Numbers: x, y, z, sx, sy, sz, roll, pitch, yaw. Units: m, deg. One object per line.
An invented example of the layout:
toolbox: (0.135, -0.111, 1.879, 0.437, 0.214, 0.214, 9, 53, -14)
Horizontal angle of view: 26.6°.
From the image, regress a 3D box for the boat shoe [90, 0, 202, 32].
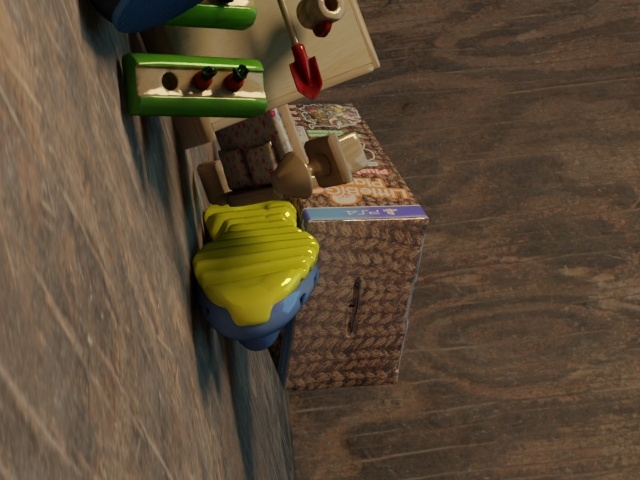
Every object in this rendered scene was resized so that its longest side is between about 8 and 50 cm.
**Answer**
boat shoe: (-0.080, -0.219, 0.913, 0.089, 0.109, 0.258, 49, 41, -3)

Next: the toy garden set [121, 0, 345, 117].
toy garden set: (-0.055, -0.215, 1.004, 0.049, 0.204, 0.244, -15, -100, 53)

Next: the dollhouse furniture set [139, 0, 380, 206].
dollhouse furniture set: (-0.125, -0.164, 1.213, 0.355, 0.174, 0.303, -6, -74, 62)

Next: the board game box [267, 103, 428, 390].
board game box: (0.000, 0.000, 1.631, 0.291, 0.141, 0.232, -118, -149, -54)

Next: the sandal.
sandal: (-0.062, 0.050, 1.374, 0.317, 0.126, 0.138, -88, 176, -77)
